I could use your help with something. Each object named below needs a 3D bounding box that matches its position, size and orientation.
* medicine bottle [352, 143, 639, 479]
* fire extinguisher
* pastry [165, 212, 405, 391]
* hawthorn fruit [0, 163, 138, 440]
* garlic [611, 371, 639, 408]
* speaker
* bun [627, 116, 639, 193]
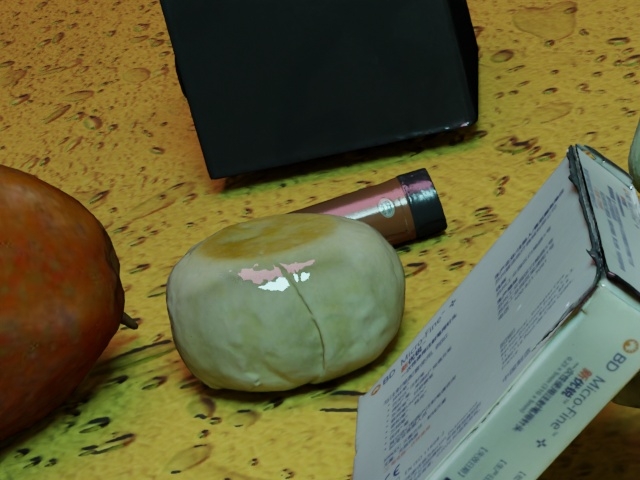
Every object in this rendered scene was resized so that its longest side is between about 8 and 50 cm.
[{"bbox_3d":[0.088,0.061,0.840,0.201,0.052,0.171,-52,12,21],"label":"medicine bottle"},{"bbox_3d":[0.000,0.000,1.181,0.177,0.050,0.062,-19,62,-5],"label":"fire extinguisher"},{"bbox_3d":[-0.023,0.034,1.065,0.156,0.092,0.156,-8,19,3],"label":"pastry"},{"bbox_3d":[-0.227,0.039,1.068,0.262,0.210,0.210,-4,15,-33],"label":"hawthorn fruit"},{"bbox_3d":[0.293,0.027,0.827,0.318,0.112,0.143,-18,1,-7],"label":"garlic"},{"bbox_3d":[0.006,-0.184,1.420,0.232,0.184,0.254,-11,21,9],"label":"speaker"},{"bbox_3d":[0.276,-0.039,0.996,0.195,0.118,0.195,5,37,-4],"label":"bun"}]
